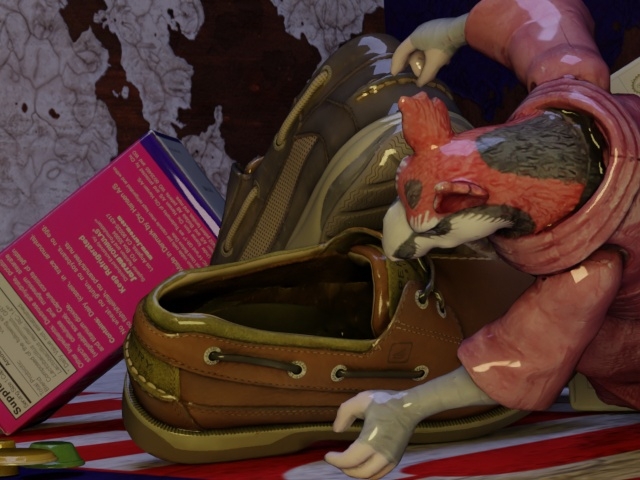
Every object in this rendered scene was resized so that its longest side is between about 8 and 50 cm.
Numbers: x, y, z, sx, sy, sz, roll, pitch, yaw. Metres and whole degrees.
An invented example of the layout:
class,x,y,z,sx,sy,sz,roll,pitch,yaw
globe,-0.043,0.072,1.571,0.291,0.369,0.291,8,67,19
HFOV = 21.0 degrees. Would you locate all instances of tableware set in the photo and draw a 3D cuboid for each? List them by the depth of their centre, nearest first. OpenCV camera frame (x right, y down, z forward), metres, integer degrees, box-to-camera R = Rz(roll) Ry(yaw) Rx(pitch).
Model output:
class,x,y,z,sx,sy,sz,roll,pitch,yaw
tableware set,-0.194,0.124,0.919,0.104,0.024,0.154,0,-1,17

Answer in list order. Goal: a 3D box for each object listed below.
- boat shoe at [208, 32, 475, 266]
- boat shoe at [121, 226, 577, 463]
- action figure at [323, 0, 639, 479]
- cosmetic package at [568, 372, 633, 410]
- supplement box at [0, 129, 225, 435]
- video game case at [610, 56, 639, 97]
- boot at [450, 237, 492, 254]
class,x,y,z,sx,sy,sz,roll,pitch,yaw
boat shoe,0.000,0.000,1.144,0.132,0.130,0.355,3,-35,-29
boat shoe,0.037,0.052,1.005,0.307,0.104,0.111,-12,44,-25
action figure,0.158,-0.001,0.866,0.275,0.248,0.370,-2,-8,31
cosmetic package,0.284,0.045,1.250,0.153,0.129,0.296,-5,-2,22
supplement box,-0.168,0.031,1.273,0.220,0.114,0.111,-37,-3,5
video game case,0.272,-0.038,1.073,0.232,0.210,0.042,-33,-14,10
boot,0.083,-0.005,1.248,0.207,0.090,0.248,31,-1,30
